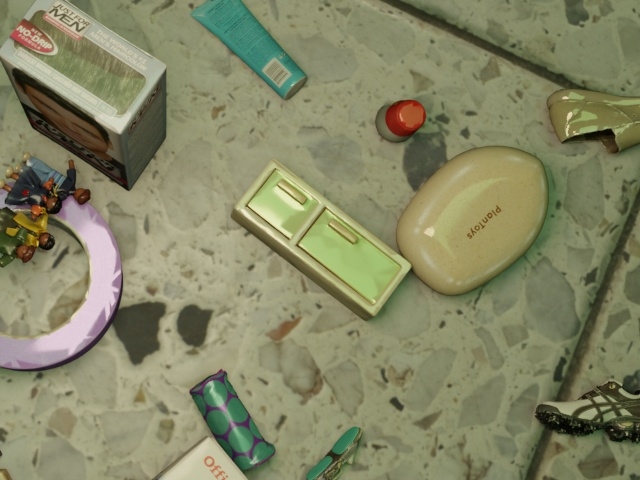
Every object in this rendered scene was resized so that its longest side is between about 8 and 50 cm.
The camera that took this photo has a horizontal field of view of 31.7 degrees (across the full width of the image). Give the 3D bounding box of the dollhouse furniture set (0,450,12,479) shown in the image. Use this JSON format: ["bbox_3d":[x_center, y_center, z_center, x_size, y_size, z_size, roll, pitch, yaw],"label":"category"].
[{"bbox_3d":[-0.495,0.354,1.617,0.081,0.091,0.114,-30,89,4],"label":"dollhouse furniture set"}]

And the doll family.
[{"bbox_3d":[-0.406,-0.043,1.601,0.111,0.076,0.193,26,75,1],"label":"doll family"}]

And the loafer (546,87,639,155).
[{"bbox_3d":[0.500,-0.185,1.836,0.268,0.102,0.092,6,81,2],"label":"loafer"}]

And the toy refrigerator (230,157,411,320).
[{"bbox_3d":[0.000,0.000,1.732,0.269,0.094,0.102,38,78,0],"label":"toy refrigerator"}]

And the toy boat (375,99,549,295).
[{"bbox_3d":[0.203,-0.090,1.764,0.267,0.148,0.318,-37,95,-7],"label":"toy boat"}]

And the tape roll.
[{"bbox_3d":[-0.431,0.054,1.664,0.274,0.090,0.275,1,81,-7],"label":"tape roll"}]

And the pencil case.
[{"bbox_3d":[-0.131,0.270,1.685,0.070,0.064,0.152,-28,84,-50],"label":"pencil case"}]

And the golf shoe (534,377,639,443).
[{"bbox_3d":[0.429,0.261,1.770,0.198,0.077,0.094,10,69,-13],"label":"golf shoe"}]

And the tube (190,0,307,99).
[{"bbox_3d":[-0.109,-0.314,1.792,0.080,0.052,0.207,-41,83,-17],"label":"tube"}]

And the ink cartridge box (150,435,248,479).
[{"bbox_3d":[-0.195,0.414,1.598,0.232,0.168,0.171,-38,89,-12],"label":"ink cartridge box"}]

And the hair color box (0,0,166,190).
[{"bbox_3d":[-0.319,-0.197,1.573,0.185,0.374,0.114,33,78,-2],"label":"hair color box"}]

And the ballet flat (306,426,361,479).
[{"bbox_3d":[0.027,0.334,1.715,0.041,0.041,0.114,45,78,1],"label":"ballet flat"}]
